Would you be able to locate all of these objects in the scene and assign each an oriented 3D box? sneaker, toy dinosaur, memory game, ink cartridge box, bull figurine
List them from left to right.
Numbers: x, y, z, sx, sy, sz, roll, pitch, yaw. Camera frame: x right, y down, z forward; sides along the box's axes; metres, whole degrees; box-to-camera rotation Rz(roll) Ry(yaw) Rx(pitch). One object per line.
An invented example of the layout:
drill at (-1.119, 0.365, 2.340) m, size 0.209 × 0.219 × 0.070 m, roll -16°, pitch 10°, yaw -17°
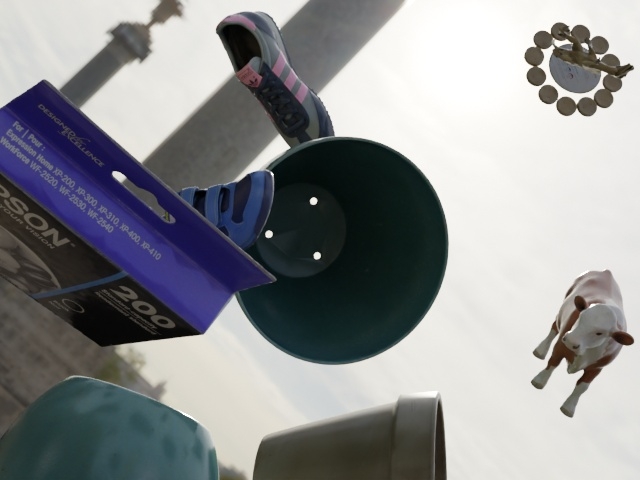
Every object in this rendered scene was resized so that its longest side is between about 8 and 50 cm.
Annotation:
ink cartridge box at (-0.169, -0.003, 0.695) m, size 0.206 × 0.045 × 0.208 m, roll 42°, pitch -35°, yaw -26°
sneaker at (-0.090, -0.018, 0.814) m, size 0.059 × 0.053 × 0.144 m, roll 24°, pitch -38°, yaw -29°
sneaker at (-0.093, -0.276, 1.843) m, size 0.319 × 0.112 × 0.131 m, roll 58°, pitch 32°, yaw 8°
memory game at (0.445, -0.302, 1.772) m, size 0.186 × 0.186 × 0.012 m, roll 42°, pitch -20°, yaw 5°
toy dinosaur at (0.395, -0.286, 1.560) m, size 0.092 × 0.053 × 0.183 m, roll 31°, pitch 5°, yaw -42°
bull figurine at (0.393, 0.143, 1.503) m, size 0.101 × 0.188 × 0.310 m, roll 32°, pitch 23°, yaw 9°

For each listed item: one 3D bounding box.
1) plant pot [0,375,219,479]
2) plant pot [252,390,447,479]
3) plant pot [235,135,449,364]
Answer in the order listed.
plant pot at (-0.247, 0.294, 1.135) m, size 0.293 × 0.235 × 0.293 m, roll 19°, pitch -21°, yaw 8°
plant pot at (0.049, 0.394, 1.549) m, size 0.280 × 0.323 × 0.323 m, roll -1°, pitch -25°, yaw 9°
plant pot at (0.000, 0.000, 1.348) m, size 0.290 × 0.290 × 0.195 m, roll 47°, pitch -6°, yaw -19°
